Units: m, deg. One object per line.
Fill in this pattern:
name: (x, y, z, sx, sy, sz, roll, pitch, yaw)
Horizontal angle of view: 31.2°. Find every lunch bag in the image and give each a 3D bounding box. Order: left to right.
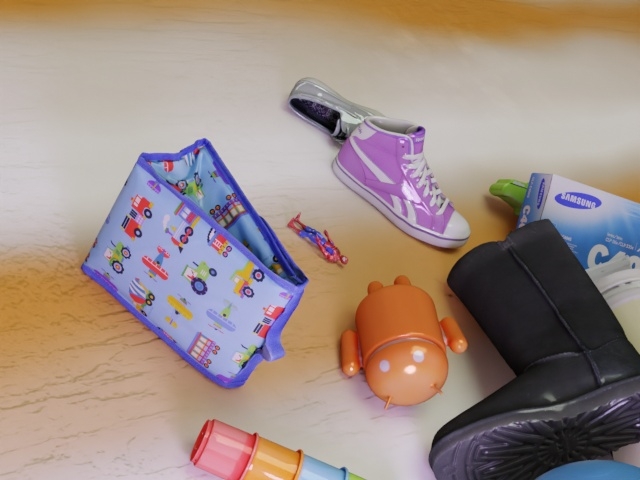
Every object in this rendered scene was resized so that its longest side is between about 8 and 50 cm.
lunch bag: (-0.151, 0.049, 1.529, 0.293, 0.221, 0.138, 47, 38, 17)

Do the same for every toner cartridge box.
toner cartridge box: (0.537, -0.003, 2.177, 0.347, 0.165, 0.075, 15, -1, -24)

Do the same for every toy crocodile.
toy crocodile: (0.487, -0.048, 2.254, 0.340, 0.105, 0.115, 17, -2, -21)

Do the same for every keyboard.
keyboard: (0.483, 0.091, 2.088, 0.256, 0.014, 0.072, -16, 99, -32)

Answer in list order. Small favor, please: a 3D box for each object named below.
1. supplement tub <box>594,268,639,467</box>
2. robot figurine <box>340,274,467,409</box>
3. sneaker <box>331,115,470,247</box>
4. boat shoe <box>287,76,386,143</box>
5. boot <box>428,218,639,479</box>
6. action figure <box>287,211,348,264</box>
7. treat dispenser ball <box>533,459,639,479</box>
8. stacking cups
supplement tub: (0.544, 0.222, 1.855, 0.235, 0.235, 0.325, 18, 32, -21)
robot figurine: (0.122, 0.153, 1.706, 0.158, 0.128, 0.219, 17, 40, -23)
sneaker: (0.170, -0.109, 2.018, 0.282, 0.161, 0.102, 34, 34, -4)
boat shoe: (0.040, -0.215, 2.114, 0.227, 0.079, 0.081, 31, 45, 2)
boot: (0.287, 0.163, 1.784, 0.367, 0.146, 0.445, -14, 38, -6)
action figure: (0.000, 0.000, 1.871, 0.115, 0.030, 0.038, 42, 31, 6)
treat dispenser ball: (0.357, 0.423, 1.450, 0.288, 0.288, 0.288, 21, 38, -18)
stacking cups: (-0.013, 0.318, 1.462, 0.316, 0.096, 0.096, 25, 37, -6)
